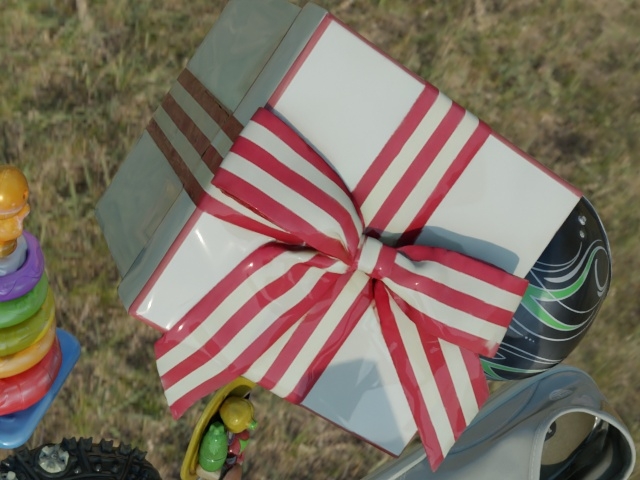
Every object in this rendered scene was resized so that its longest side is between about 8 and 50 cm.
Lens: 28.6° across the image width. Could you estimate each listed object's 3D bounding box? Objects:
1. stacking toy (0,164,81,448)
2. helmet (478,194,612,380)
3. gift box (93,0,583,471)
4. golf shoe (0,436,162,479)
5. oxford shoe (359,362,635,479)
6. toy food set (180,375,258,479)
[{"bbox_3d":[-0.325,0.044,1.234,0.166,0.301,0.175,21,42,3],"label":"stacking toy"},{"bbox_3d":[0.146,0.033,1.039,0.162,0.169,0.169,-25,72,-37],"label":"helmet"},{"bbox_3d":[0.000,0.000,0.885,0.255,0.258,0.276,26,97,-23],"label":"gift box"},{"bbox_3d":[-0.244,0.240,0.950,0.273,0.120,0.105,-24,66,-30],"label":"golf shoe"},{"bbox_3d":[0.126,0.279,1.188,0.449,0.169,0.130,-35,32,-18],"label":"oxford shoe"},{"bbox_3d":[-0.124,0.282,1.696,0.071,0.217,0.128,30,35,15],"label":"toy food set"}]
